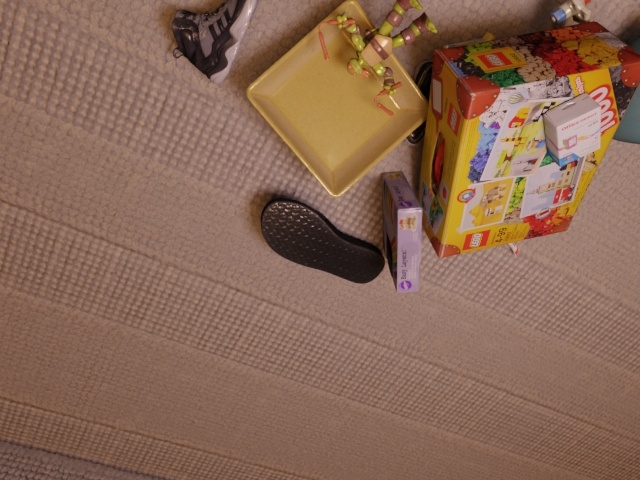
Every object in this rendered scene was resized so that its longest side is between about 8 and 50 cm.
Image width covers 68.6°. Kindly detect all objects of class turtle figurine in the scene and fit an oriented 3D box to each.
[{"bbox_3d":[0.141,-0.423,1.034,0.217,0.087,0.269,-34,122,23],"label":"turtle figurine"}]

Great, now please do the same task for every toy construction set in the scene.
[{"bbox_3d":[0.479,-0.459,1.124,0.328,0.151,0.215,-27,119,23],"label":"toy construction set"}]

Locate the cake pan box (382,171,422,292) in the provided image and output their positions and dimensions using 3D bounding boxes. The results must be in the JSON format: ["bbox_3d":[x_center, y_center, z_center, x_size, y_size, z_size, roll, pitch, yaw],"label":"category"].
[{"bbox_3d":[0.219,-0.024,1.289,0.070,0.245,0.266,-4,122,2],"label":"cake pan box"}]

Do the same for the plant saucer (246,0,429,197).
[{"bbox_3d":[0.046,-0.331,1.132,0.333,0.081,0.332,-42,107,-2],"label":"plant saucer"}]

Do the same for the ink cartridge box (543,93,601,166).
[{"bbox_3d":[0.509,-0.221,0.948,0.089,0.052,0.122,-27,138,12],"label":"ink cartridge box"}]

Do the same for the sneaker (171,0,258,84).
[{"bbox_3d":[-0.239,-0.492,1.042,0.153,0.101,0.268,23,126,-17],"label":"sneaker"}]

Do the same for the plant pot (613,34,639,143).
[{"bbox_3d":[0.807,-0.353,1.160,0.290,0.290,0.195,30,150,-20],"label":"plant pot"}]

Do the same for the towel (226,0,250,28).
[{"bbox_3d":[-0.189,-0.538,1.086,0.060,0.009,0.083,6,120,-8],"label":"towel"}]

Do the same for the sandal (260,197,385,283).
[{"bbox_3d":[-0.001,0.002,1.379,0.446,0.107,0.167,30,113,-34],"label":"sandal"}]

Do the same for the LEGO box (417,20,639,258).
[{"bbox_3d":[0.454,-0.216,1.126,0.373,0.193,0.500,-12,140,-4],"label":"LEGO box"}]

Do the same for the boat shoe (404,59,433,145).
[{"bbox_3d":[0.256,-0.345,1.204,0.078,0.070,0.219,2,120,-6],"label":"boat shoe"}]

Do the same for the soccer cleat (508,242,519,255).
[{"bbox_3d":[0.600,0.011,1.469,0.036,0.029,0.083,-9,118,10],"label":"soccer cleat"}]
